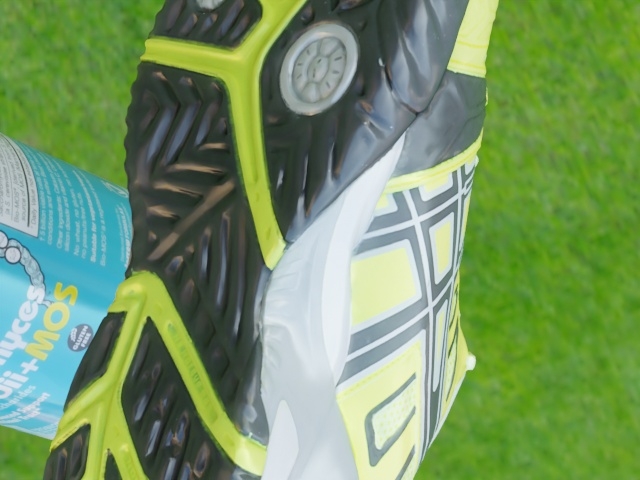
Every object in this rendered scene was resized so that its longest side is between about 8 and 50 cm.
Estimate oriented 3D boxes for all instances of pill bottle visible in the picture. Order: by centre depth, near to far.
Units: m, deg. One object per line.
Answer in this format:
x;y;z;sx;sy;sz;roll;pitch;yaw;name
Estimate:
-0.199;0.009;0.994;0.146;0.146;0.264;-41;140;23;pill bottle

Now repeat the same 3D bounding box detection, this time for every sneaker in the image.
0.000;0.000;0.824;0.147;0.145;0.385;21;89;-48;sneaker
